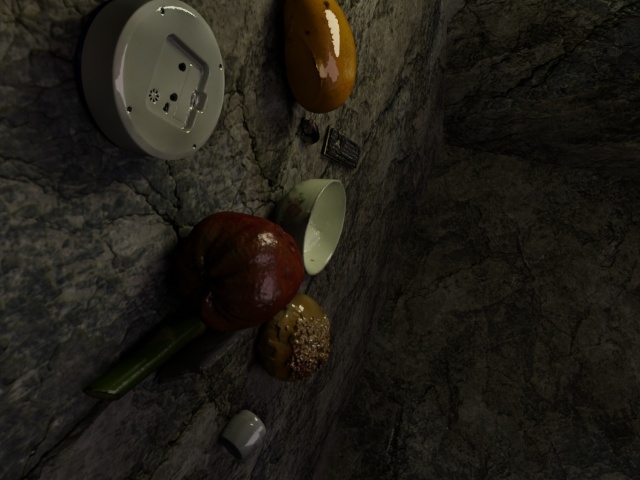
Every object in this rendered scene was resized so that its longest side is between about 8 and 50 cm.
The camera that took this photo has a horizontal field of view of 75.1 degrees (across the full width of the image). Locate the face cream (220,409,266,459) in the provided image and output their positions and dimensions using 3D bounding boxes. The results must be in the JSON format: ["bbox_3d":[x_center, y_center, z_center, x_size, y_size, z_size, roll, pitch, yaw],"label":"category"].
[{"bbox_3d":[-0.227,0.570,1.226,0.104,0.117,0.117,-39,141,-41],"label":"face cream"}]

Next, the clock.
[{"bbox_3d":[-0.243,-0.241,0.638,0.230,0.083,0.231,-53,153,-42],"label":"clock"}]

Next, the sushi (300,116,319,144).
[{"bbox_3d":[-0.028,-0.304,1.168,0.044,0.045,0.083,-60,155,-30],"label":"sushi"}]

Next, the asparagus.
[{"bbox_3d":[-0.320,0.217,0.811,0.277,0.060,0.067,-44,154,-51],"label":"asparagus"}]

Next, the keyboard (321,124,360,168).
[{"bbox_3d":[0.080,-0.314,1.456,0.317,0.027,0.106,-3,108,-68],"label":"keyboard"}]

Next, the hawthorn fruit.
[{"bbox_3d":[-0.158,0.061,0.859,0.261,0.258,0.259,-5,113,-37],"label":"hawthorn fruit"}]

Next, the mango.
[{"bbox_3d":[-0.002,-0.453,0.990,0.191,0.159,0.291,-50,140,-33],"label":"mango"}]

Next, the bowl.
[{"bbox_3d":[-0.042,-0.052,1.185,0.277,0.145,0.277,-47,146,-46],"label":"bowl"}]

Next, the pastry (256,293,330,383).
[{"bbox_3d":[-0.066,0.324,1.348,0.285,0.184,0.316,-62,156,-30],"label":"pastry"}]

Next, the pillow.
[{"bbox_3d":[-0.235,0.221,0.929,0.255,0.169,0.059,-40,112,-54],"label":"pillow"}]
